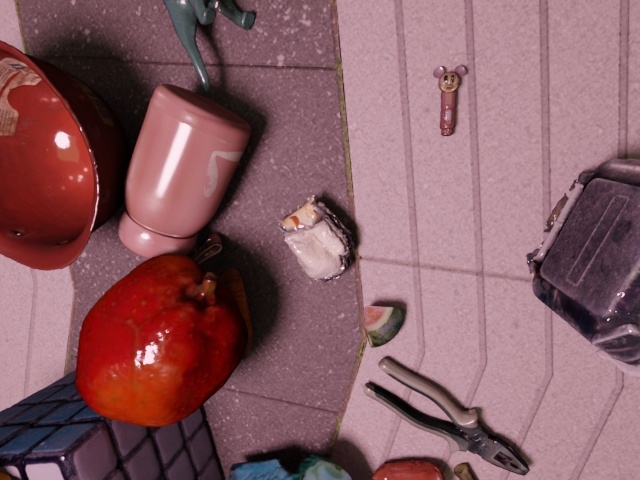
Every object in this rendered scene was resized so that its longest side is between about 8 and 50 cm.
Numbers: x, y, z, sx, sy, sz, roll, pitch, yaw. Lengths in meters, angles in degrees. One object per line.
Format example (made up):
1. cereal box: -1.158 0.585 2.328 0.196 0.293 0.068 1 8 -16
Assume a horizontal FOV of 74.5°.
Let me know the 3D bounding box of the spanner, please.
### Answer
1. spanner: 0.237 0.335 0.787 0.324 0.040 0.096 31 107 8

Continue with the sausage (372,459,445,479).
1. sausage: 0.173 0.465 0.812 0.141 0.076 0.076 -12 97 17

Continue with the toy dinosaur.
1. toy dinosaur: -0.261 -0.500 0.735 0.330 0.129 0.384 30 108 18

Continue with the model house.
1. model house: -0.047 0.550 0.848 0.226 0.241 0.261 -40 104 -25

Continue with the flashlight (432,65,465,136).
1. flashlight: 0.209 -0.228 0.690 0.051 0.031 0.111 2 101 13

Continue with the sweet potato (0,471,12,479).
1. sweet potato: -0.470 0.449 0.611 0.076 0.077 0.244 -4 97 15

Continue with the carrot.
1. carrot: -0.168 0.147 0.844 0.060 0.060 0.187 -2 94 14

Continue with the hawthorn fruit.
1. hawthorn fruit: -0.253 0.152 0.717 0.265 0.265 0.307 39 115 4

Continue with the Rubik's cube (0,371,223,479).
1. Rubik's cube: -0.443 0.461 0.824 0.336 0.344 0.345 -12 98 14

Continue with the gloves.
1. gloves: 0.000 0.000 0.767 0.114 0.070 0.153 -33 98 9

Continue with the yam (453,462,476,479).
1. yam: 0.299 0.490 0.807 0.033 0.027 0.130 -31 90 -22

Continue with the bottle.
1. bottle: -0.241 -0.100 0.762 0.206 0.173 0.297 20 108 -25

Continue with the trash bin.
1. trash bin: 0.519 0.059 0.573 0.367 0.296 0.256 20 104 -5

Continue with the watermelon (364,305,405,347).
1. watermelon: 0.113 0.146 0.773 0.092 0.085 0.072 -31 67 -19

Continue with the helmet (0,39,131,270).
1. helmet: -0.478 -0.152 0.772 0.385 0.230 0.337 45 111 0
